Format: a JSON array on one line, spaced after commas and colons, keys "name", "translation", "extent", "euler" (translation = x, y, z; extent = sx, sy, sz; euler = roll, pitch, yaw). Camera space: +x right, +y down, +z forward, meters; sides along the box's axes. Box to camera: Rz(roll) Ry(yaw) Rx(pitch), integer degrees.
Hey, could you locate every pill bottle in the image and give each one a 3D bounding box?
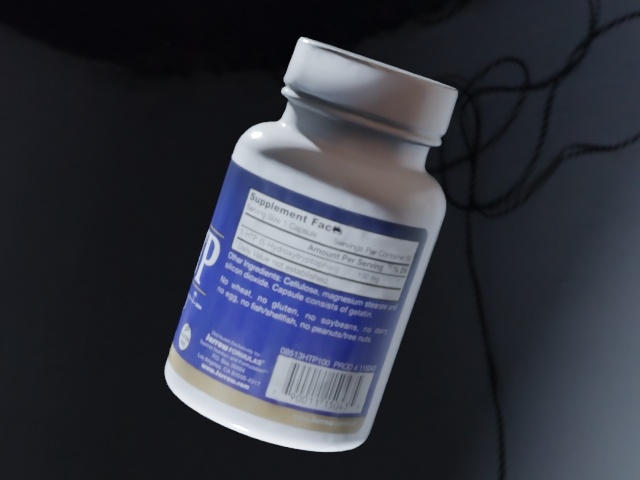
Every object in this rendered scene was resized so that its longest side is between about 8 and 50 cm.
[{"name": "pill bottle", "translation": [0.000, 0.000, 0.682], "extent": [0.112, 0.112, 0.187], "euler": [29, 103, 49]}]
